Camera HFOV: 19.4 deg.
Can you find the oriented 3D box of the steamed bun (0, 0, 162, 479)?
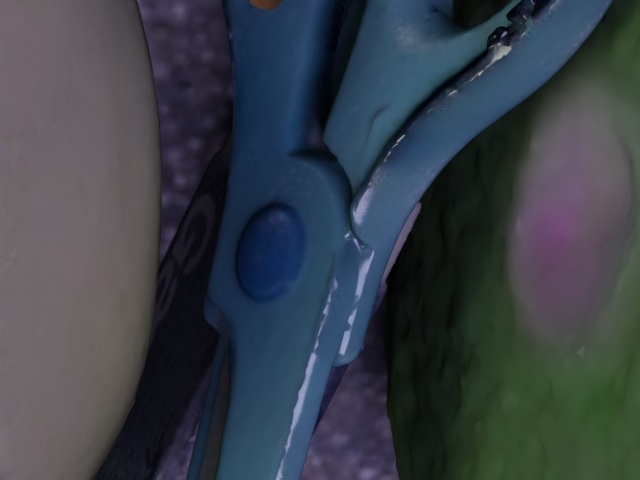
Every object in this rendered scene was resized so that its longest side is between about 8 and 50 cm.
[{"bbox_3d":[-0.203,-0.009,0.483,0.334,0.233,0.312,-4,115,-18],"label":"steamed bun"}]

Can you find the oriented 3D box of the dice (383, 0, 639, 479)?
[{"bbox_3d":[0.221,0.008,0.575,0.330,0.318,0.322,7,111,-21],"label":"dice"}]

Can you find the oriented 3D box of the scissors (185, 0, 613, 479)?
[{"bbox_3d":[0.001,0.000,0.541,0.032,0.180,0.392,16,88,-39],"label":"scissors"}]

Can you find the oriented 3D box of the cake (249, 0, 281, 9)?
[{"bbox_3d":[-0.026,-0.255,0.349,0.256,0.282,0.290,31,121,-13],"label":"cake"}]

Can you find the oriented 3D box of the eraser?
[{"bbox_3d":[-0.041,0.059,0.646,0.046,0.092,0.212,20,104,-23],"label":"eraser"}]
